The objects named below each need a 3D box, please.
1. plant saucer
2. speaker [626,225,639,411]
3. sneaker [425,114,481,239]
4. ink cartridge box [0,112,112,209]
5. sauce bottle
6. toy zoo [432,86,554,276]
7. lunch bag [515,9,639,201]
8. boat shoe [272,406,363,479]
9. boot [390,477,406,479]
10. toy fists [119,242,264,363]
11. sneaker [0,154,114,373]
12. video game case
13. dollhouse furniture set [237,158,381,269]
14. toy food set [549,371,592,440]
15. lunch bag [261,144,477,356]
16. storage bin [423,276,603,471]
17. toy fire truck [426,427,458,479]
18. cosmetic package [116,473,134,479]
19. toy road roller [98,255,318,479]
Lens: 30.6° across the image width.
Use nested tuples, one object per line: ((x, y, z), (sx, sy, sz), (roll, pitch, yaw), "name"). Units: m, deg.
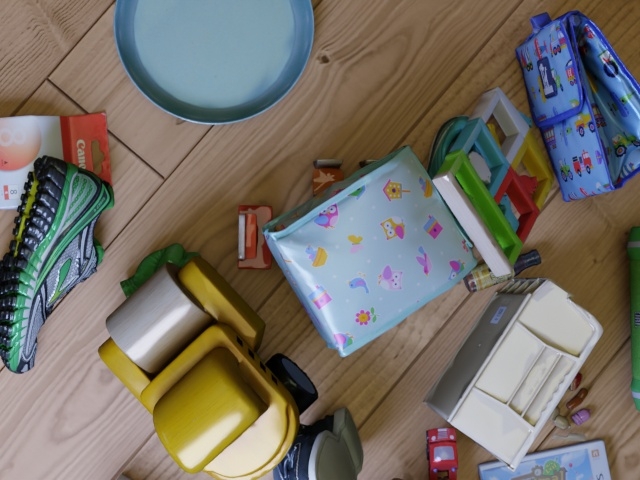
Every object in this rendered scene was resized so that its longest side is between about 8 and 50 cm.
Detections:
((-0.169, -0.342, 1.871), (0.318, 0.044, 0.317), (0, 90, -4), "plant saucer")
((0.556, 0.124, 1.870), (0.131, 0.131, 0.296), (-2, 89, -4), "speaker")
((0.202, -0.066, 1.860), (0.107, 0.110, 0.275), (7, 89, -4), "sneaker")
((-0.426, -0.126, 1.849), (0.179, 0.045, 0.145), (-5, 90, -2), "ink cartridge box")
((0.295, 0.046, 1.899), (0.128, 0.042, 0.042), (-22, 91, -3), "sauce bottle")
((0.282, -0.108, 1.817), (0.192, 0.030, 0.293), (55, 43, -20), "toy zoo")
((0.410, -0.225, 1.820), (0.138, 0.221, 0.293), (-26, 90, -7), "lunch bag")
((-0.014, 0.335, 1.732), (0.113, 0.340, 0.127), (-19, 99, 10), "boat shoe")
((0.047, 0.442, 1.783), (0.283, 0.109, 0.220), (30, 121, -14), "boot")
((-0.192, 0.139, 1.836), (0.142, 0.096, 0.279), (-31, 90, -5), "toy fists")
((-0.411, 0.051, 1.804), (0.146, 0.134, 0.343), (16, 100, -31), "sneaker")
((0.378, 0.439, 1.908), (0.212, 0.023, 0.193), (-11, 90, -4), "video game case")
((0.000, 0.000, 1.831), (0.259, 0.135, 0.262), (0, 89, -4), "dollhouse furniture set")
((0.408, 0.266, 1.917), (0.078, 0.019, 0.122), (5, 81, -4), "toy food set")
((0.078, 0.010, 1.727), (0.262, 0.160, 0.223), (-32, 97, -8), "lunch bag")
((0.290, 0.191, 1.787), (0.123, 0.262, 0.260), (34, 87, -1), "storage bin")
((0.194, 0.385, 1.837), (0.047, 0.192, 0.135), (-4, 61, 3), "toy fire truck")
((-0.291, 0.484, 1.795), (0.151, 0.151, 0.183), (29, 88, -4), "cosmetic package")
((-0.171, 0.195, 1.666), (0.202, 0.240, 0.329), (-43, 86, 7), "toy road roller")
